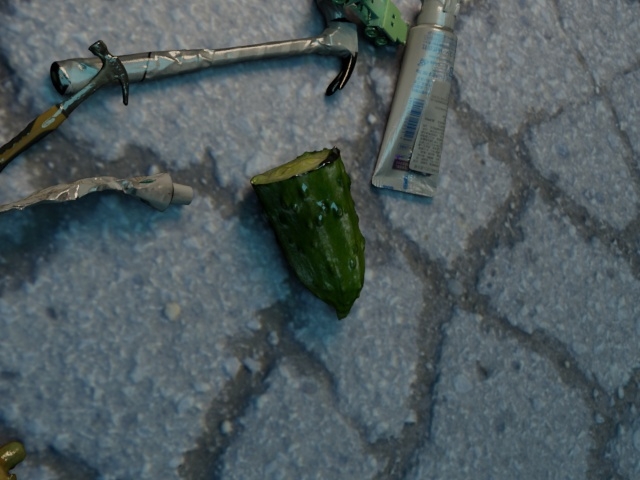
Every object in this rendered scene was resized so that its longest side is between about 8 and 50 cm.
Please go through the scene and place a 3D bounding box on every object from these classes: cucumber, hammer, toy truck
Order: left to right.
[{"bbox_3d":[-0.314,-0.148,0.826,0.201,0.021,0.078,-42,119,-6],"label":"hammer"},{"bbox_3d":[-0.140,-0.253,0.921,0.427,0.044,0.152,-12,96,-23],"label":"hammer"},{"bbox_3d":[0.002,0.000,0.947,0.134,0.134,0.244,-27,110,-23],"label":"cucumber"},{"bbox_3d":[0.084,-0.339,0.972,0.175,0.081,0.067,31,63,-47],"label":"toy truck"}]

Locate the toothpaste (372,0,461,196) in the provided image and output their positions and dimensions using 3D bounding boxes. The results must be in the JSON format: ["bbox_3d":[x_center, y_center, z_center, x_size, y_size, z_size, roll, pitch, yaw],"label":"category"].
[{"bbox_3d":[0.154,-0.220,1.047,0.114,0.073,0.299,9,94,-25],"label":"toothpaste"}]

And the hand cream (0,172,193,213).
[{"bbox_3d":[-0.278,-0.052,0.837,0.257,0.084,0.050,-7,100,-29],"label":"hand cream"}]

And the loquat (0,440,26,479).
[{"bbox_3d":[-0.413,0.278,0.733,0.205,0.149,0.172,-24,98,-38],"label":"loquat"}]
